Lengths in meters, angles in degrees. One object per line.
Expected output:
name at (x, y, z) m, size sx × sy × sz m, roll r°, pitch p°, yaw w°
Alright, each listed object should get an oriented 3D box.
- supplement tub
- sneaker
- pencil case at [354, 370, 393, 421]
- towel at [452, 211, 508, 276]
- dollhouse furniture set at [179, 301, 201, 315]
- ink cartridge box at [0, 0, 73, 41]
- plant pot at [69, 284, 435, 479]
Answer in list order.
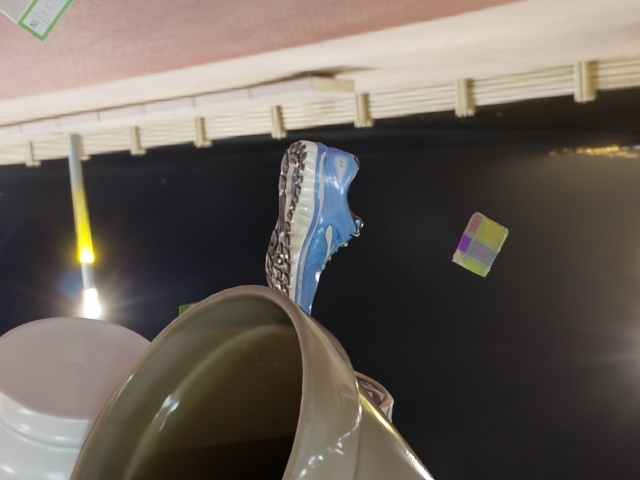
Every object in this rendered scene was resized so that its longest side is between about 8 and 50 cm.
supplement tub at (-0.313, 0.281, 0.954) m, size 0.235 × 0.324 × 0.235 m, roll 13°, pitch -156°, yaw -6°
sneaker at (0.000, 0.000, 1.332) m, size 0.147 × 0.330 × 0.130 m, roll 3°, pitch -157°, yaw -23°
pencil case at (-0.018, 0.355, 1.027) m, size 0.160 × 0.410 × 0.183 m, roll 8°, pitch -172°, yaw -24°
towel at (0.238, 0.006, 1.168) m, size 0.060 × 0.083 × 0.009 m, roll 30°, pitch -163°, yaw 23°
dollhouse furniture set at (-0.211, 0.183, 1.346) m, size 0.076 × 0.151 × 0.058 m, roll -5°, pitch 180°, yaw 25°
ink cartridge box at (-0.460, -0.456, 1.356) m, size 0.109 × 0.209 × 0.062 m, roll 38°, pitch -177°, yaw 41°
plant pot at (-0.032, 0.245, 0.714) m, size 0.280 × 0.323 × 0.323 m, roll 37°, pitch 160°, yaw -32°
